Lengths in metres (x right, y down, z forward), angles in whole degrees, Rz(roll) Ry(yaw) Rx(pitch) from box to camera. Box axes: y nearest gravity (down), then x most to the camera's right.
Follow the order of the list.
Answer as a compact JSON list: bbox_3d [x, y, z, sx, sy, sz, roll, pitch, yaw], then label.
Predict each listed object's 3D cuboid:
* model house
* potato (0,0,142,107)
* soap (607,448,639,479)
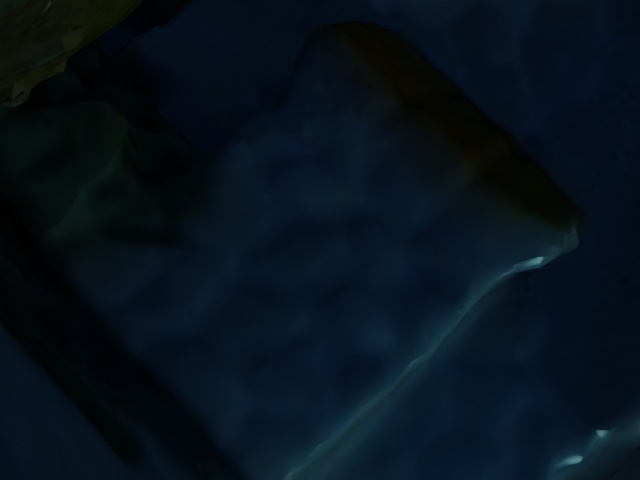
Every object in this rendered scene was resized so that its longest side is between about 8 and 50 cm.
[{"bbox_3d":[0.000,0.000,0.742,0.339,0.297,0.360,-36,165,-27],"label":"model house"},{"bbox_3d":[-0.110,-0.096,0.392,0.246,0.196,0.299,-25,162,-27],"label":"potato"},{"bbox_3d":[0.027,0.180,1.120,0.435,0.350,0.213,-43,161,16],"label":"soap"}]
